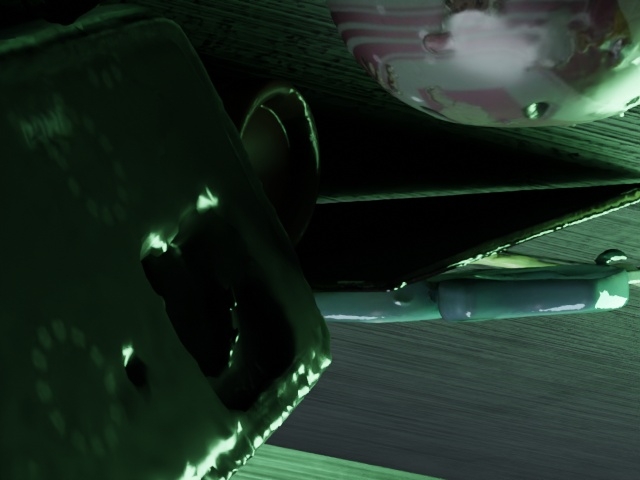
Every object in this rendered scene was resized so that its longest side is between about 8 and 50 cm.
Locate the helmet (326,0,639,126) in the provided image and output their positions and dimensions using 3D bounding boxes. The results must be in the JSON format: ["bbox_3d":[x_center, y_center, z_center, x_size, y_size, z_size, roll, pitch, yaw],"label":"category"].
[{"bbox_3d":[0.073,-0.089,0.633,0.153,0.107,0.177,-2,163,34],"label":"helmet"}]

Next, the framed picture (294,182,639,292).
[{"bbox_3d":[0.000,0.000,1.052,0.324,0.013,0.244,-3,-170,44],"label":"framed picture"}]

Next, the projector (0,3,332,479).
[{"bbox_3d":[-0.255,0.080,0.786,0.405,0.242,0.395,-24,-173,21],"label":"projector"}]

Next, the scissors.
[{"bbox_3d":[0.157,0.019,1.022,0.191,0.029,0.360,-5,-178,44],"label":"scissors"}]

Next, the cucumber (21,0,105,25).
[{"bbox_3d":[-0.076,-0.139,0.605,0.072,0.081,0.303,54,169,0],"label":"cucumber"}]

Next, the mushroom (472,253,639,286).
[{"bbox_3d":[0.127,0.015,1.266,0.286,0.026,0.028,9,152,13],"label":"mushroom"}]

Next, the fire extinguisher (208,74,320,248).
[{"bbox_3d":[-0.177,-0.060,1.014,0.344,0.102,0.138,4,134,28],"label":"fire extinguisher"}]
